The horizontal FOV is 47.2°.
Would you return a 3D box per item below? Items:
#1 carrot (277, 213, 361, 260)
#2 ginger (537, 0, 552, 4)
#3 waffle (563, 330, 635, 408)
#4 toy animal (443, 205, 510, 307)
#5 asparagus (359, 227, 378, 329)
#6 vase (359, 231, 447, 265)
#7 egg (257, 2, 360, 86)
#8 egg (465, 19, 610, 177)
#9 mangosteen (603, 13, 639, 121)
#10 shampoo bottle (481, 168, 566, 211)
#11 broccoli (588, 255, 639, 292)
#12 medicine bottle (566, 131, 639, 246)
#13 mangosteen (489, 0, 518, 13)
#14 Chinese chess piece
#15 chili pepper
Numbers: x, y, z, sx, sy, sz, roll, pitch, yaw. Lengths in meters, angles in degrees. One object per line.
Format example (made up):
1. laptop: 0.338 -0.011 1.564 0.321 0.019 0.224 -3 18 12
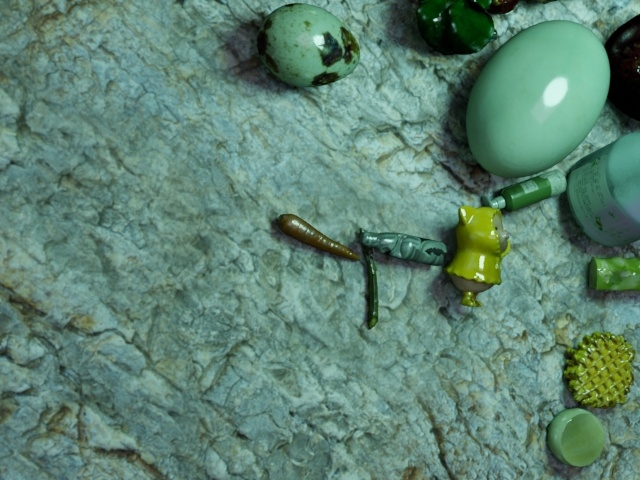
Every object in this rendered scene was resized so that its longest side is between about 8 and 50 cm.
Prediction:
1. carrot: 0.000 0.000 1.627 0.216 0.048 0.048 28 84 -20
2. ginger: 0.567 -0.638 1.680 0.221 0.275 0.130 -22 82 26
3. waffle: 0.698 0.323 1.824 0.197 0.070 0.193 3 90 -19
4. toy animal: 0.357 0.038 1.678 0.156 0.156 0.230 8 87 -16
5. asparagus: 0.113 0.086 1.667 0.034 0.027 0.236 -7 94 -27
6. vase: 0.183 0.012 1.659 0.211 0.060 0.060 12 88 -22
7. egg: -0.022 -0.406 1.543 0.231 0.169 0.169 6 90 -29
8. egg: 0.480 -0.314 1.633 0.276 0.276 0.389 35 82 -14
9. mangosteen: 0.809 -0.402 1.753 0.287 0.287 0.233 42 90 -13
10. shampoo bottle: 0.486 -0.113 1.755 0.204 0.065 0.065 -20 97 -15
11. broccoli: 0.847 0.057 1.809 0.361 0.221 0.252 14 123 -16
12. medicine bottle: 0.752 -0.138 1.682 0.245 0.290 0.245 7 70 -20
13. mangosteen: 0.427 -0.569 1.714 0.081 0.081 0.081 0 92 -16
14. Chinese chess piece: 0.632 0.486 1.814 0.144 0.058 0.144 -1 93 -18
15. chili pepper: 0.311 -0.495 1.645 0.165 0.261 0.174 -19 79 25
